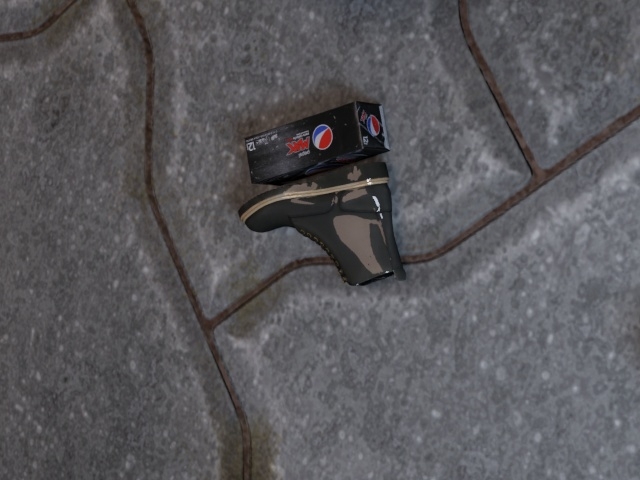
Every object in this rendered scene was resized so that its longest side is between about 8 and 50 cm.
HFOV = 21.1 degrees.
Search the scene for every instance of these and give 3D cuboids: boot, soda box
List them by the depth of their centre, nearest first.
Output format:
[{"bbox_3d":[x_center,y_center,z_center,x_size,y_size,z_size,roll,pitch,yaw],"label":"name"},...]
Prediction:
[{"bbox_3d":[0.000,0.000,1.950,0.198,0.077,0.137,-17,83,37],"label":"boot"},{"bbox_3d":[-0.005,-0.109,1.966,0.169,0.053,0.060,-15,80,37],"label":"soda box"}]
